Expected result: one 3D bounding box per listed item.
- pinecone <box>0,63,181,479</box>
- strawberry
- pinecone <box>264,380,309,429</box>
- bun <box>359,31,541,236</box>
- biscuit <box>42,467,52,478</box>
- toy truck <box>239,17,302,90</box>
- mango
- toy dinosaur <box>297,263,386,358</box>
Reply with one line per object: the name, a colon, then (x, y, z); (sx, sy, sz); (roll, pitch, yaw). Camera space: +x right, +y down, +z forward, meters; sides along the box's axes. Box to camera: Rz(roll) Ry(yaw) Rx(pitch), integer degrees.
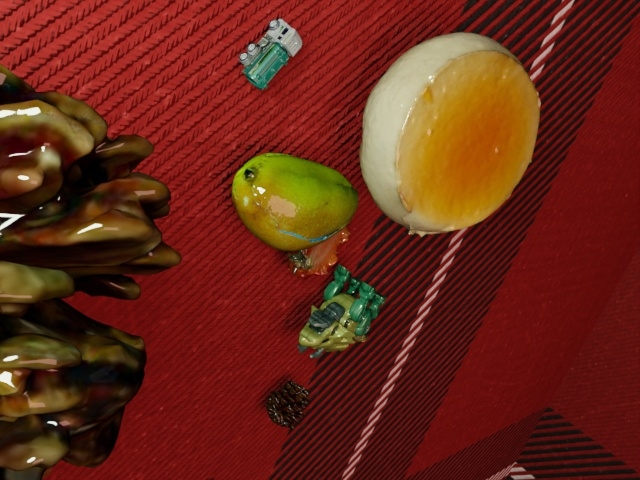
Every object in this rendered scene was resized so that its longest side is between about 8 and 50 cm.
pinecone: (-0.303, 0.040, 0.477); (0.398, 0.398, 0.397); (-30, 140, -30)
strawberry: (-0.003, 0.000, 1.125); (0.152, 0.048, 0.104); (-45, 141, -41)
pinecone: (-0.056, 0.288, 1.291); (0.083, 0.077, 0.077); (-52, 146, -9)
bun: (0.169, -0.158, 1.083); (0.299, 0.165, 0.299); (-14, 118, -28)
biscuit: (-0.404, 0.266, 0.799); (0.205, 0.049, 0.324); (-5, 147, -36)
toy truck: (-0.058, -0.219, 0.867); (0.083, 0.044, 0.039); (-50, 149, -4)
mango: (-0.027, -0.047, 0.995); (0.233, 0.111, 0.125); (13, 115, -55)
toy dinosaur: (0.052, 0.133, 1.274); (0.153, 0.094, 0.259); (-58, 153, 7)
